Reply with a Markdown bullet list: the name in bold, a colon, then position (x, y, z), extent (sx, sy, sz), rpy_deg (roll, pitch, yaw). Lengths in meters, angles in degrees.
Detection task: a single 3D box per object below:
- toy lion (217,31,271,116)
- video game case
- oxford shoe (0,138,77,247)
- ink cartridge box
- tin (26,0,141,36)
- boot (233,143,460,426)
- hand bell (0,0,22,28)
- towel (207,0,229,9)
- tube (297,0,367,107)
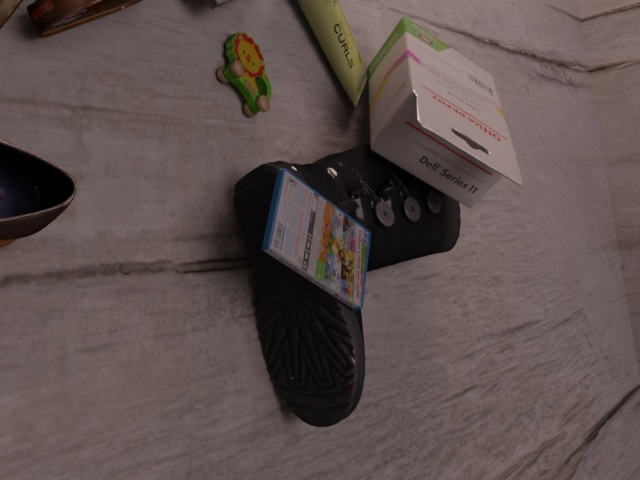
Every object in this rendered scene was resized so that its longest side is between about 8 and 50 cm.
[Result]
- **toy lion**: position (-0.101, -0.239, 1.045), extent (0.100, 0.034, 0.096), rpy_deg (52, 38, -32)
- **video game case**: position (0.000, 0.000, 0.926), extent (0.166, 0.015, 0.119), rpy_deg (35, 48, -34)
- **oxford shoe**: position (-0.367, -0.068, 0.576), extent (0.363, 0.132, 0.130), rpy_deg (6, 78, -51)
- **ink cartridge box**: position (0.189, -0.193, 1.189), extent (0.207, 0.119, 0.354), rpy_deg (28, 35, -18)
- **tin**: position (-0.237, -0.273, 0.814), extent (0.040, 0.106, 0.189), rpy_deg (60, 41, -13)
- **boot**: position (0.082, 0.034, 1.146), extent (0.445, 0.146, 0.367), rpy_deg (-19, 99, -57)
- **hand bell**: position (-0.370, -0.308, 0.670), extent (0.242, 0.126, 0.126), rpy_deg (39, 52, -27)
- **towel**: position (-0.164, -0.456, 0.983), extent (0.282, 0.049, 0.187), rpy_deg (66, 32, -17)
- **tube**: position (0.021, -0.339, 1.202), extent (0.070, 0.062, 0.240), rpy_deg (-37, 124, -12)
